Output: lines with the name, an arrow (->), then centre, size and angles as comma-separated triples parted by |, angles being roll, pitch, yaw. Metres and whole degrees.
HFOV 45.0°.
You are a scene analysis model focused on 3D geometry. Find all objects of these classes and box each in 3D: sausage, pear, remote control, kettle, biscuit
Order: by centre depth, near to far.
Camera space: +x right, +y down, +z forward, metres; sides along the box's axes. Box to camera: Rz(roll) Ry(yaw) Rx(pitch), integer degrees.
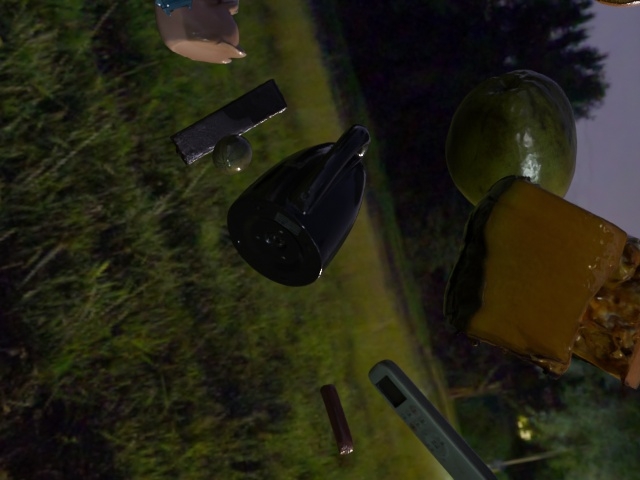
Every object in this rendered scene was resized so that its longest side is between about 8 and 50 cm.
remote control -> 0.203, 0.339, 1.387 | 0.309, 0.038, 0.090 | 49, -31, 10
sausage -> 0.030, 0.327, 1.437 | 0.035, 0.030, 0.147 | 89, -14, -48
kettle -> -0.004, -0.092, 1.456 | 0.290, 0.207, 0.268 | -49, 177, -37
pear -> 0.474, -0.231, 1.921 | 0.352, 0.351, 0.413 | -93, 171, -45
biscuit -> -0.292, -0.374, 2.456 | 0.107, 0.388, 0.073 | 60, 0, -10

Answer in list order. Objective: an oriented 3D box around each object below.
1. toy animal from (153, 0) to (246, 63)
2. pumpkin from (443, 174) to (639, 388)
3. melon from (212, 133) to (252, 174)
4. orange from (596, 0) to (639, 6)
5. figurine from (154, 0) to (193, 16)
toy animal -> -0.295, -0.569, 1.866 | 0.195, 0.212, 0.256 | -5, -90, 57
pumpkin -> 0.320, 0.060, 1.055 | 0.303, 0.226, 0.256 | 21, 6, -43
melon -> -0.222, -0.215, 1.938 | 0.131, 0.098, 0.098 | -55, 132, -59
orange -> 0.693, -0.704, 1.797 | 0.310, 0.274, 0.274 | 47, 21, -18
figurine -> -0.252, -0.441, 1.258 | 0.075, 0.068, 0.140 | -117, -168, -60
